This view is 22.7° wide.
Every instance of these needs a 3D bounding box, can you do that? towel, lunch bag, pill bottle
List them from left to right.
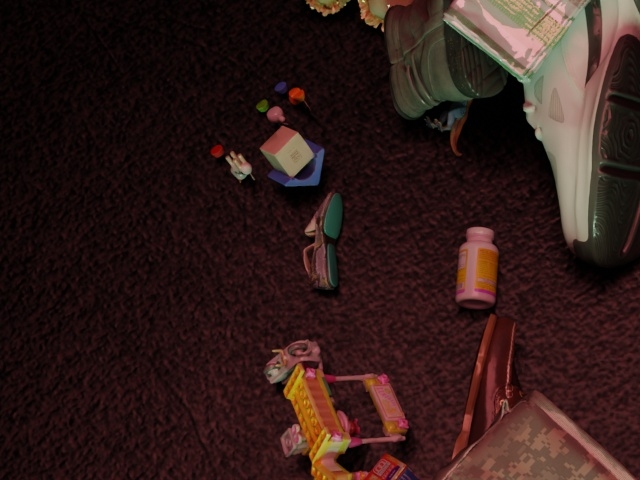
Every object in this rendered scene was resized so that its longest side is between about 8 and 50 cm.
[{"bbox_3d":[0.169,0.029,1.717,0.043,0.043,0.083,3,71,10],"label":"pill bottle"},{"bbox_3d":[0.212,-0.253,1.621,0.113,0.023,0.152,38,97,2],"label":"towel"},{"bbox_3d":[0.217,0.315,1.525,0.235,0.169,0.287,-43,82,-10],"label":"lunch bag"}]

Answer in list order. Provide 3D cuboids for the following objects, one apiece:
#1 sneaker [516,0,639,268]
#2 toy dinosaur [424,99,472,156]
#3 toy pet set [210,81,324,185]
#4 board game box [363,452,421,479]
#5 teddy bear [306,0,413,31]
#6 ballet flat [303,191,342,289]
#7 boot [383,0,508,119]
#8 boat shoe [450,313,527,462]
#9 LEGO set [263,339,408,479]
[{"bbox_3d":[0.256,-0.193,1.754,0.257,0.169,0.447,0,85,42],"label":"sneaker"},{"bbox_3d":[0.157,-0.153,1.801,0.082,0.047,0.090,-36,102,-14],"label":"toy dinosaur"},{"bbox_3d":[-0.042,-0.106,1.805,0.122,0.065,0.114,-45,35,-12],"label":"toy pet set"},{"bbox_3d":[0.058,0.331,1.575,0.193,0.147,0.045,-50,27,-11],"label":"board game box"},{"bbox_3d":[0.088,-0.405,1.870,0.245,0.113,0.338,0,77,16],"label":"teddy bear"},{"bbox_3d":[0.000,0.000,1.759,0.041,0.041,0.114,0,69,9],"label":"ballet flat"},{"bbox_3d":[0.119,-0.260,1.727,0.083,0.161,0.246,-1,88,-34],"label":"boot"},{"bbox_3d":[0.182,0.181,1.648,0.073,0.073,0.207,11,79,11],"label":"boat shoe"},{"bbox_3d":[0.028,0.235,1.637,0.107,0.132,0.287,-1,70,-28],"label":"LEGO set"}]
